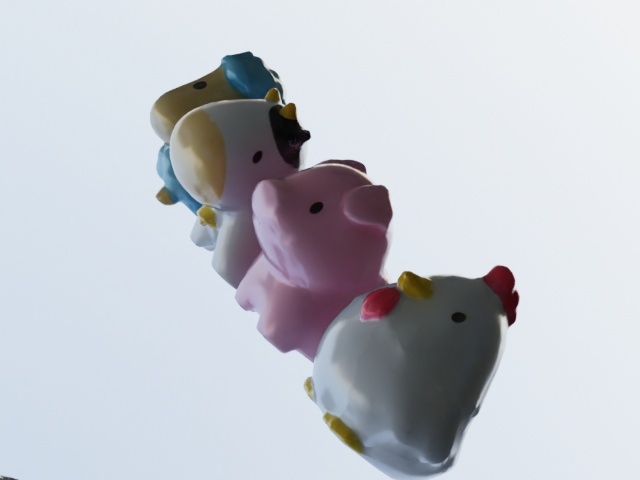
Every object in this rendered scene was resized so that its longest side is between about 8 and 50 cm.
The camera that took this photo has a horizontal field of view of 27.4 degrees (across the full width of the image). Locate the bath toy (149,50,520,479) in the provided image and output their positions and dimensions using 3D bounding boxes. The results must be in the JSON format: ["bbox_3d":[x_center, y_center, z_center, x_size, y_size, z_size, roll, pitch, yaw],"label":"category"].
[{"bbox_3d":[0.000,0.000,0.799,0.151,0.129,0.348,41,-176,-39],"label":"bath toy"}]

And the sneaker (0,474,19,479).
[{"bbox_3d":[-0.341,0.203,0.965,0.146,0.102,0.293,16,179,21],"label":"sneaker"}]
